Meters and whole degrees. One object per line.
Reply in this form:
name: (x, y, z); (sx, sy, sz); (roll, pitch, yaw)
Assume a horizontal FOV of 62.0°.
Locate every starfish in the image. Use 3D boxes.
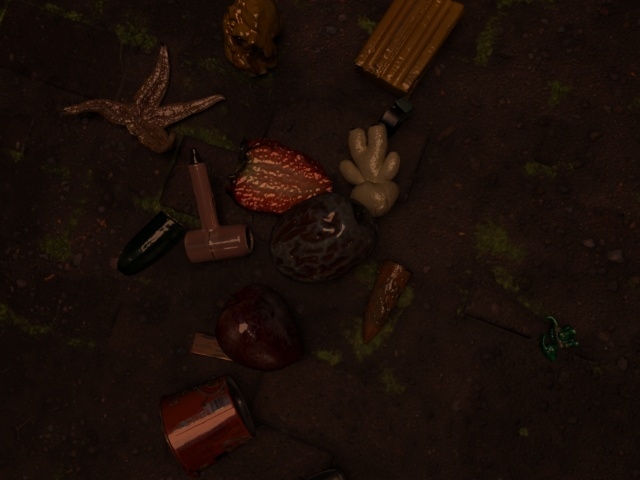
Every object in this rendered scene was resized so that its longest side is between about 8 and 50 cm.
starfish: (-0.544, -0.420, 1.671); (0.398, 0.132, 0.384); (39, 82, 21)

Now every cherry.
cherry: (-0.173, 0.254, 1.514); (0.300, 0.230, 0.203); (42, 114, -8)

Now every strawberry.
strawberry: (-0.122, -0.179, 1.614); (0.306, 0.137, 0.233); (20, 108, -11)

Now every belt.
belt: (0.221, -0.368, 1.597); (0.058, 0.105, 0.140); (44, 80, 9)

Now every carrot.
carrot: (0.182, 0.183, 1.558); (0.102, 0.102, 0.263); (24, 93, 8)

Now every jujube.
jujube: (-0.006, -0.001, 1.501); (0.308, 0.215, 0.246); (-35, 81, 27)

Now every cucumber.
cucumber: (-0.539, 0.016, 1.657); (0.115, 0.063, 0.244); (44, 91, 9)

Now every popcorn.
popcorn: (-0.217, -0.635, 1.630); (0.190, 0.191, 0.253); (8, 93, 20)

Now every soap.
soap: (0.267, -0.606, 1.621); (0.204, 0.096, 0.324); (34, 89, 9)

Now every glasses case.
glasses case: (-0.301, 0.326, 1.609); (0.170, 0.041, 0.064); (10, 71, 7)

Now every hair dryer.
hair dryer: (-0.323, -0.105, 1.573); (0.189, 0.107, 0.344); (-8, 107, 7)

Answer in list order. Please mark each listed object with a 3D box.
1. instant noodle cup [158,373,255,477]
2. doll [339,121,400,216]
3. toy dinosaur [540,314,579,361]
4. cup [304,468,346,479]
instant noodle cup: (-0.310, 0.507, 1.498); (0.192, 0.250, 0.250); (-26, 82, -5)
doll: (0.158, -0.205, 1.574); (0.149, 0.175, 0.278); (-4, 90, -27)
toy dinosaur: (0.671, 0.275, 1.512); (0.096, 0.059, 0.132); (-17, 91, 9)
cup: (0.043, 0.755, 1.492); (0.167, 0.221, 0.202); (-30, 77, 36)
